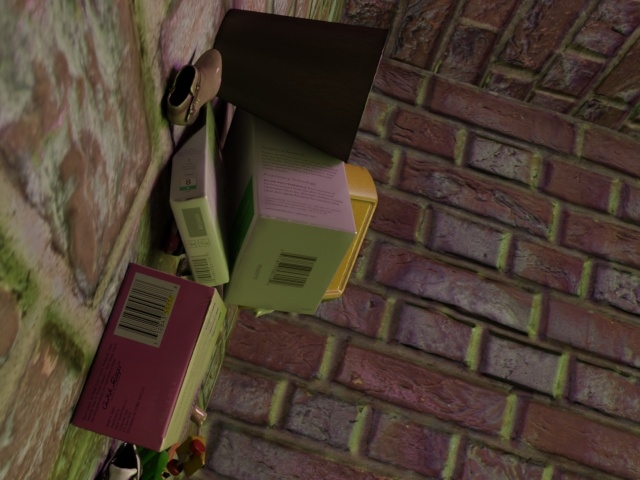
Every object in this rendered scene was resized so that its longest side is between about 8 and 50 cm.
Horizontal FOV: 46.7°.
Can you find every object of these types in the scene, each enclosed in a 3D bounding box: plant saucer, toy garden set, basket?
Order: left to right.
[{"bbox_3d":[-0.267,0.381,1.326,0.204,0.049,0.244,-43,-163,13],"label":"toy garden set"},{"bbox_3d":[-0.038,-0.241,1.085,0.154,0.227,0.204,-73,180,-74],"label":"basket"},{"bbox_3d":[0.000,0.000,1.544,0.333,0.081,0.332,2,111,-61],"label":"plant saucer"}]

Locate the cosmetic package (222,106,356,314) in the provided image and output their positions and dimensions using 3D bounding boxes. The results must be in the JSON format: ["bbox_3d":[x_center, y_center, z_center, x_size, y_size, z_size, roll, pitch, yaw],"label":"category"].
[{"bbox_3d":[-0.063,-0.086,1.185,0.365,0.155,0.197,-100,-154,-45],"label":"cosmetic package"}]

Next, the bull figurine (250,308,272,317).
[{"bbox_3d":[-0.139,0.010,1.650,0.101,0.189,0.310,-119,-134,-82],"label":"bull figurine"}]

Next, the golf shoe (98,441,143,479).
[{"bbox_3d":[-0.328,0.404,1.161,0.198,0.077,0.093,-91,-167,-54],"label":"golf shoe"}]

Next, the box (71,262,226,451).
[{"bbox_3d":[-0.225,0.165,1.030,0.243,0.117,0.213,106,2,-78],"label":"box"}]

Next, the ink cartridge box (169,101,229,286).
[{"bbox_3d":[-0.169,-0.075,1.060,0.181,0.056,0.224,84,-2,-49],"label":"ink cartridge box"}]

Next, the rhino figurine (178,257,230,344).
[{"bbox_3d":[-0.226,0.145,1.367,0.073,0.106,0.243,-72,180,-64],"label":"rhino figurine"}]

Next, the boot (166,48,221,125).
[{"bbox_3d":[-0.150,-0.191,0.888,0.087,0.042,0.118,97,10,-81],"label":"boot"}]

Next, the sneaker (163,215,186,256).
[{"bbox_3d":[-0.193,-0.004,1.156,0.170,0.075,0.063,-74,-178,-85],"label":"sneaker"}]

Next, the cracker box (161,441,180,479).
[{"bbox_3d":[-0.376,0.543,1.651,0.155,0.067,0.232,-71,178,-67],"label":"cracker box"}]
